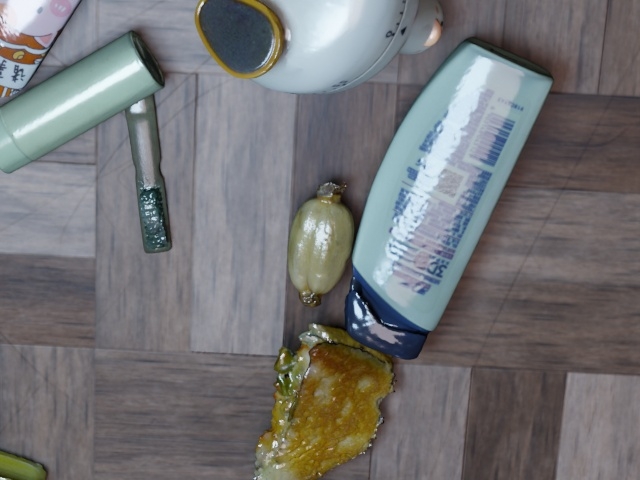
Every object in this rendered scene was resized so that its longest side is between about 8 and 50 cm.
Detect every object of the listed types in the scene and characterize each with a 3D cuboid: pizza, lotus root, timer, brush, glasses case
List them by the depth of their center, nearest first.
[{"bbox_3d":[0.000,-0.264,1.586,0.233,0.240,0.233,2,95,28],"label":"timer"},{"bbox_3d":[-0.303,-0.273,1.625,0.103,0.067,0.266,33,105,-8],"label":"glasses case"},{"bbox_3d":[-0.194,-0.074,1.711,0.034,0.027,0.190,-5,107,0],"label":"brush"},{"bbox_3d":[0.000,0.000,1.716,0.073,0.062,0.150,17,107,18],"label":"lotus root"},{"bbox_3d":[-0.001,0.197,1.782,0.147,0.069,0.226,5,114,-25],"label":"pizza"}]

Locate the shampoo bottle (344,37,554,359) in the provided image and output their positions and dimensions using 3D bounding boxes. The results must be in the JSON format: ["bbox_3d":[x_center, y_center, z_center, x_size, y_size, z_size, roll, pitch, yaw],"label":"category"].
[{"bbox_3d":[0.123,-0.046,1.693,0.134,0.078,0.359,24,107,-2],"label":"shampoo bottle"}]

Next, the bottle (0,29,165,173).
[{"bbox_3d":[-0.272,-0.149,1.664,0.201,0.072,0.072,-28,106,9],"label":"bottle"}]

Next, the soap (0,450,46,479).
[{"bbox_3d":[-0.454,0.297,1.808,0.233,0.076,0.135,19,107,-5],"label":"soap"}]
